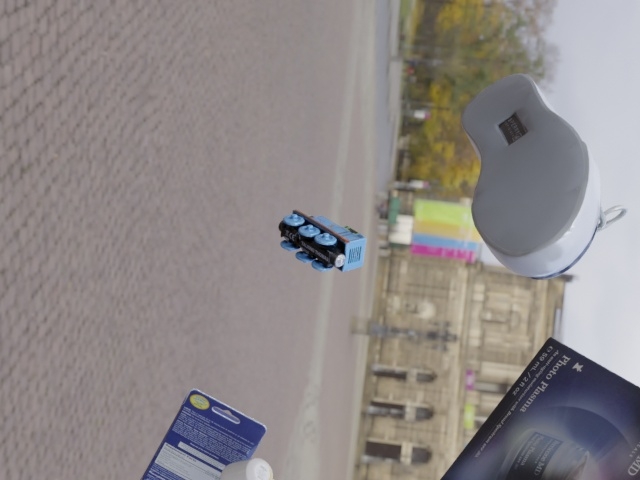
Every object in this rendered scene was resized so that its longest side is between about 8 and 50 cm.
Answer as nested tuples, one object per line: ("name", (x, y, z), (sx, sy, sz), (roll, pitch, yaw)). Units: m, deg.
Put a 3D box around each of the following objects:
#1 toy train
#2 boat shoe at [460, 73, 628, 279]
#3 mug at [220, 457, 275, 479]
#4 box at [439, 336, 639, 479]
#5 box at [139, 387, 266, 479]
("toy train", (0.000, 0.000, 1.872), (0.105, 0.184, 0.080), (-12, 120, -38))
("boat shoe", (0.239, -0.041, 1.038), (0.156, 0.135, 0.367), (50, 17, -23))
("mug", (-0.096, 0.343, 1.408), (0.064, 0.078, 0.062), (-34, -112, 40))
("box", (0.390, 0.347, 1.445), (0.296, 0.182, 0.294), (-52, -147, -4))
("box", (-0.182, 0.331, 1.534), (0.225, 0.136, 0.036), (-60, -177, 29))
